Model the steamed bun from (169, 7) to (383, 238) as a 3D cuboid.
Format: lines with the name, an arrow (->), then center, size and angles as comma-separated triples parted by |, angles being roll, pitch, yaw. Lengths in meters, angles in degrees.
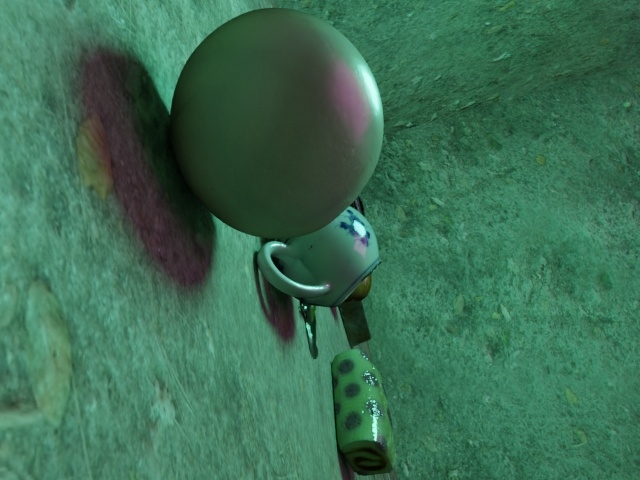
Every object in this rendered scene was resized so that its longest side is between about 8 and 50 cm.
steamed bun -> -0.053, -0.159, 0.685 | 0.206, 0.324, 0.325 | 34, -34, 58

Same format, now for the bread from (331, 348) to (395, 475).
bread -> 0.130, 0.518, 1.441 | 0.338, 0.154, 0.187 | -93, 162, -57

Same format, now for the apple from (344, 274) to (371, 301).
apple -> 0.113, 0.157, 1.883 | 0.188, 0.188, 0.174 | 56, 30, -70

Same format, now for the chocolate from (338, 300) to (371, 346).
chocolate -> 0.147, 0.316, 2.140 | 0.112, 0.111, 0.322 | -90, 164, -72

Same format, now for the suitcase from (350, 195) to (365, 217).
suitcase -> 0.024, -0.091, 1.508 | 0.152, 0.229, 0.336 | -51, 126, -80

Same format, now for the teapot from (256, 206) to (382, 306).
teapot -> -0.011, 0.011, 1.115 | 0.280, 0.252, 0.424 | 44, 31, 6

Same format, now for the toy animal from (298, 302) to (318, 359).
toy animal -> -0.030, 0.208, 1.277 | 0.075, 0.041, 0.217 | 63, 19, -66
